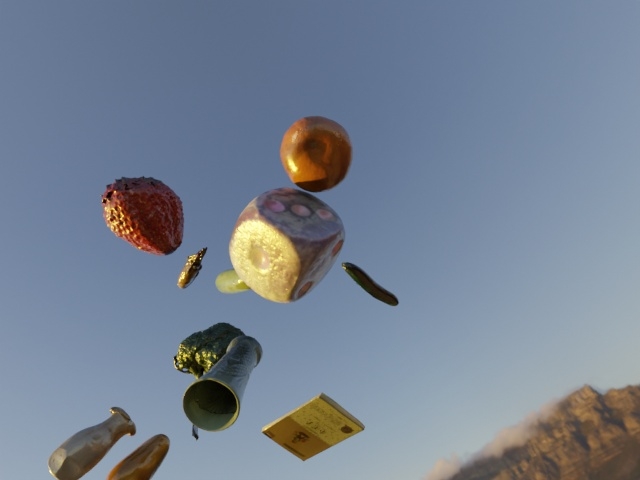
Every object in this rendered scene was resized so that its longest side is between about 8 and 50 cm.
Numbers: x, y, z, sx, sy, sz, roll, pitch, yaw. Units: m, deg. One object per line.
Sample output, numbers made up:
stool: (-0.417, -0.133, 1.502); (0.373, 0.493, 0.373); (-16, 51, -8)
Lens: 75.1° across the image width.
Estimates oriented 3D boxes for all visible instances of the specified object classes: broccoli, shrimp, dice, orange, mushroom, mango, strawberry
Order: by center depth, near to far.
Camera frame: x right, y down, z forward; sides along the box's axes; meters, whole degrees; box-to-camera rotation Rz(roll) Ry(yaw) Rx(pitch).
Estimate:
mushroom: (-0.553, 0.497, 1.022); (0.213, 0.097, 0.088); (-22, -68, -60)
mango: (-0.451, 0.562, 1.029); (0.115, 0.090, 0.178); (-49, -2, 23)
dice: (-0.102, 0.012, 1.317); (0.271, 0.270, 0.270); (-32, -27, -50)
orange: (-0.013, -0.270, 1.319); (0.241, 0.239, 0.171); (-21, 0, -7)
strawberry: (-0.592, -0.078, 1.428); (0.250, 0.288, 0.238); (-26, 2, -14)
broccoli: (-0.378, 0.456, 1.587); (0.304, 0.282, 0.322); (-11, -13, 42)
shrimp: (-0.485, 0.087, 1.591); (0.066, 0.117, 0.262); (35, -57, -7)

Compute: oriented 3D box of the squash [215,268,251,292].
squash: (-0.344, 0.173, 1.846); (0.119, 0.118, 0.371); (19, -24, -40)

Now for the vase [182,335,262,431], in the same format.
vase: (-0.168, 0.252, 0.780); (0.096, 0.219, 0.095); (1, -82, 5)

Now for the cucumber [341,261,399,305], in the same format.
cucumber: (0.112, 0.101, 0.912); (0.184, 0.033, 0.036); (38, -113, -32)

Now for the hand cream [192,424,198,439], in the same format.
hand cream: (-0.466, 0.687, 1.621); (0.039, 0.163, 0.062); (8, -44, 7)

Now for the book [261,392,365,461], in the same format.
book: (-0.018, 0.421, 0.930); (0.138, 0.016, 0.199); (42, -63, -16)
